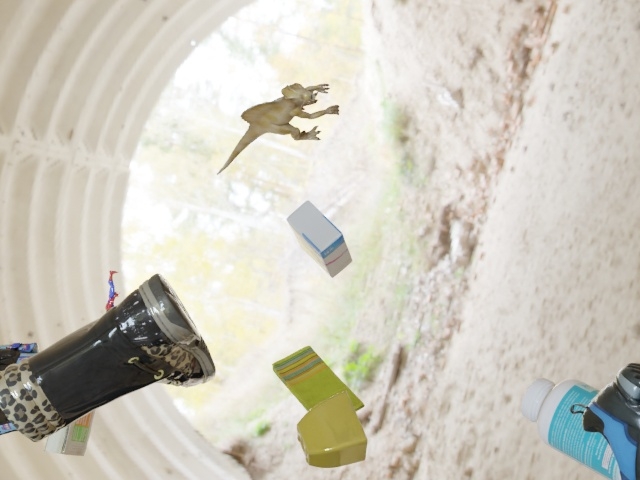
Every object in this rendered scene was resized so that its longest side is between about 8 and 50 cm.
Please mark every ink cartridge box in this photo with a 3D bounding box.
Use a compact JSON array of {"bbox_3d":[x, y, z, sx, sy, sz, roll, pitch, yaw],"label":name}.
[{"bbox_3d":[0.000,0.000,1.326,0.052,0.088,0.122,-42,-24,-7],"label":"ink cartridge box"}]

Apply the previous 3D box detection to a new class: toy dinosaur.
[{"bbox_3d":[-0.043,-0.126,0.812,0.183,0.093,0.053,-32,70,54],"label":"toy dinosaur"}]

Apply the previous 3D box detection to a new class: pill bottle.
[{"bbox_3d":[0.527,0.364,1.549,0.146,0.264,0.146,-23,-56,-38],"label":"pill bottle"}]

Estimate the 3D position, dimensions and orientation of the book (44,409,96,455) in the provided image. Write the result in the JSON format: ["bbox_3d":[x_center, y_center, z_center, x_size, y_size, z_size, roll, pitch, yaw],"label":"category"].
[{"bbox_3d":[-0.401,0.280,1.316,0.096,0.035,0.144,62,-144,-71],"label":"book"}]

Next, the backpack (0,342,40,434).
[{"bbox_3d":[-0.508,0.256,1.391,0.116,0.174,0.158,-102,12,-52],"label":"backpack"}]

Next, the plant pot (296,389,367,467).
[{"bbox_3d":[0.012,0.276,1.129,0.081,0.083,0.081,90,160,-54],"label":"plant pot"}]

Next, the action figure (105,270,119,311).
[{"bbox_3d":[-0.506,0.132,1.933,0.038,0.030,0.115,5,86,64],"label":"action figure"}]

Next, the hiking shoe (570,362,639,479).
[{"bbox_3d":[0.478,0.314,1.065,0.132,0.113,0.304,-52,52,32],"label":"hiking shoe"}]

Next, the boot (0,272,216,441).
[{"bbox_3d":[-0.203,0.127,0.783,0.179,0.085,0.236,-30,-19,-12],"label":"boot"}]

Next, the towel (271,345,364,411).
[{"bbox_3d":[-0.010,0.308,1.703,0.237,0.102,0.021,39,153,50],"label":"towel"}]
